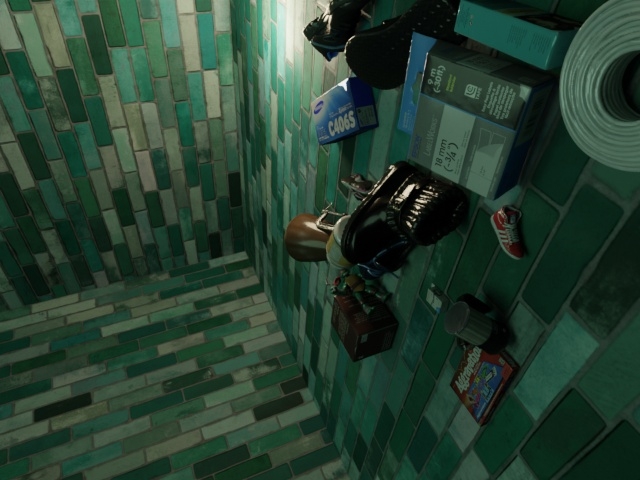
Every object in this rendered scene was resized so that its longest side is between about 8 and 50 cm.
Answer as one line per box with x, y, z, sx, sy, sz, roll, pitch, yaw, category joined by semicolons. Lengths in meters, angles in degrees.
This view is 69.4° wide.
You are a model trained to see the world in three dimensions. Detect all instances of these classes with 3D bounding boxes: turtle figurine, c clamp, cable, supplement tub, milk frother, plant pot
0.131;0.158;1.679;0.234;0.175;0.118;42;178;21;turtle figurine
0.048;-0.095;1.864;0.161;0.137;0.022;24;151;48;c clamp
0.465;-0.224;0.653;0.257;0.089;0.257;102;147;-51;cable
0.102;0.013;1.717;0.199;0.144;0.144;112;140;-59;supplement tub
0.358;0.219;1.138;0.143;0.135;0.129;-51;20;27;milk frother
0.000;0.000;1.940;0.230;0.215;0.215;11;114;53;plant pot

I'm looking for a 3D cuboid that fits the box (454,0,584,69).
0.357;-0.376;0.826;0.244;0.100;0.060;-126;29;-45;box

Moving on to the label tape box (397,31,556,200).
0.275;-0.267;0.972;0.334;0.106;0.240;36;140;33;label tape box

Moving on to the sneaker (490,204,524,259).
0.415;-0.021;1.000;0.067;0.042;0.118;107;146;-61;sneaker

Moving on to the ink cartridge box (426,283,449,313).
0.338;0.170;1.357;0.083;0.028;0.048;-127;30;-48;ink cartridge box

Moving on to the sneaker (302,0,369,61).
0.072;-0.669;1.420;0.139;0.125;0.341;52;163;-16;sneaker

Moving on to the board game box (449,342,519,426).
0.432;0.368;1.246;0.145;0.027;0.281;-123;27;-43;board game box

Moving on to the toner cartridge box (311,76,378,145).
0.072;-0.435;1.588;0.348;0.075;0.165;-174;72;-69;toner cartridge box

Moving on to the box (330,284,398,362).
0.158;0.308;1.734;0.168;0.167;0.203;96;152;-43;box

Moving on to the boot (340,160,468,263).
0.208;-0.034;1.241;0.348;0.131;0.260;-59;36;16;boot

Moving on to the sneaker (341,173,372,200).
0.130;-0.177;1.629;0.178;0.072;0.077;-128;20;-59;sneaker

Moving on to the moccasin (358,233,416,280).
0.203;0.052;1.476;0.342;0.138;0.117;106;151;-56;moccasin

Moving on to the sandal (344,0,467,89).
0.213;-0.482;1.127;0.167;0.107;0.446;53;162;-21;sandal
